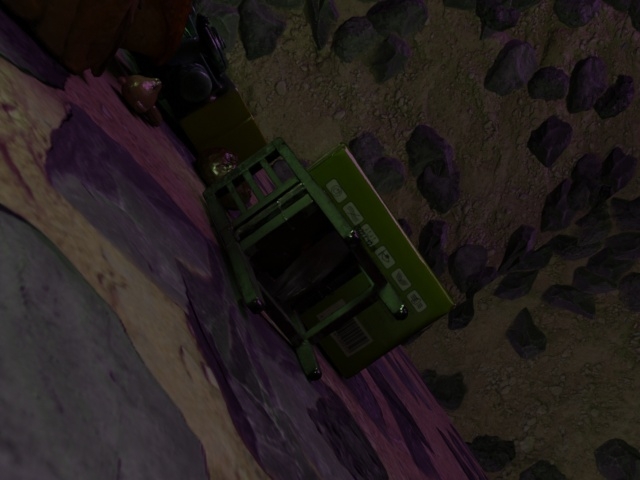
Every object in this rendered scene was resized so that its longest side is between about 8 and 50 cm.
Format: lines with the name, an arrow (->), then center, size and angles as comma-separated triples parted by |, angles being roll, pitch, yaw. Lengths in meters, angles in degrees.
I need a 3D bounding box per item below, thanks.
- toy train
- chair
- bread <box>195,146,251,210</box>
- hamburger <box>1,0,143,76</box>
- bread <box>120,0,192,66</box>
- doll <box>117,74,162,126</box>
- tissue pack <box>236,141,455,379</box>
toy train -> -0.237, -0.298, 1.076 | 0.369, 0.150, 0.237 | 57, -5, 48
chair -> -0.028, 0.011, 0.718 | 0.147, 0.136, 0.270 | 54, 1, -35
bread -> -0.147, -0.103, 0.916 | 0.113, 0.060, 0.082 | 57, 1, 34
hamburger -> -0.239, -0.322, 0.522 | 0.162, 0.209, 0.330 | 56, 2, 41
bread -> -0.237, -0.381, 0.813 | 0.146, 0.268, 0.268 | 10, 21, -19
doll -> -0.232, -0.179, 0.776 | 0.061, 0.051, 0.093 | 53, -27, 7
tissue pack -> 0.031, 0.024, 0.886 | 0.274, 0.200, 0.167 | 54, 4, -9
